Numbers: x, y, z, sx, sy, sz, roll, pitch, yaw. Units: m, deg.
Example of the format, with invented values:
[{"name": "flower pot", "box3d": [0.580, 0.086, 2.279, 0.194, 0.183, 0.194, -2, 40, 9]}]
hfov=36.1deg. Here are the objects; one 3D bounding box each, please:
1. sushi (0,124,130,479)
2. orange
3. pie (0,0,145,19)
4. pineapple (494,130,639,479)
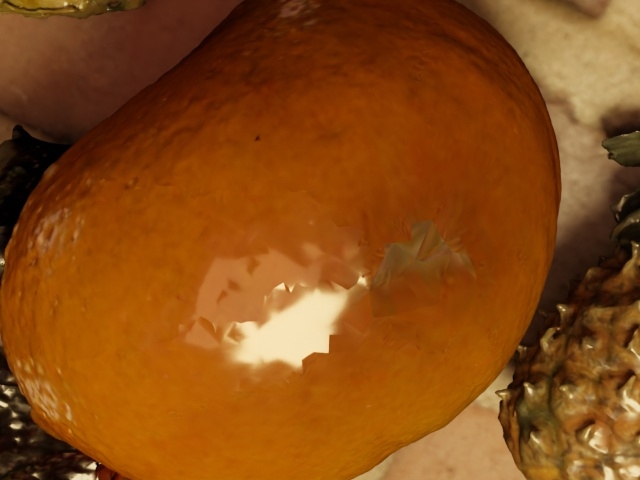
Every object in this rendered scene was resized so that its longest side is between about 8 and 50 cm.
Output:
[{"name": "sushi", "box3d": [-0.190, 0.107, 0.642, 0.182, 0.196, 0.343, 23, 109, -2]}, {"name": "orange", "box3d": [0.000, -0.003, 0.544, 0.274, 0.310, 0.274, 18, 134, 20]}, {"name": "pie", "box3d": [-0.177, -0.276, 0.588, 0.129, 0.068, 0.282, -6, 102, 12]}, {"name": "pineapple", "box3d": [0.220, 0.015, 0.570, 0.170, 0.141, 0.310, 35, 105, 26]}]
